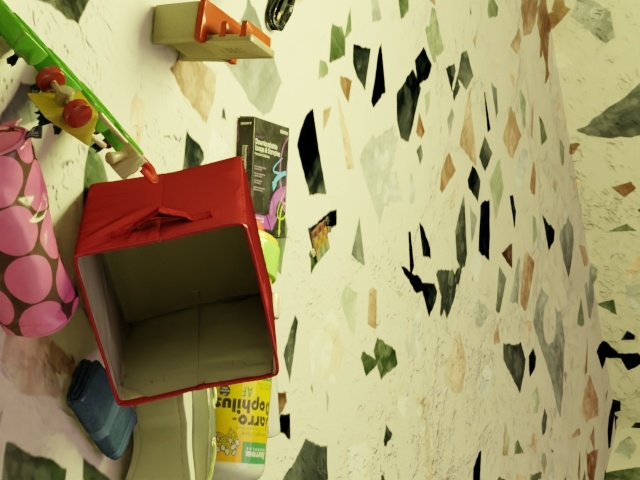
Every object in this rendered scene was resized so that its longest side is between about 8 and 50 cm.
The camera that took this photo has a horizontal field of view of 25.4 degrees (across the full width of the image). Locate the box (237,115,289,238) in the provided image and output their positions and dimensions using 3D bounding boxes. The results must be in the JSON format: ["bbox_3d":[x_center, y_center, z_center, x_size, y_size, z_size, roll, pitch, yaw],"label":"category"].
[{"bbox_3d":[-0.081,-0.087,1.985,0.116,0.029,0.162,9,81,-66],"label":"box"}]

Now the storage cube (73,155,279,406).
[{"bbox_3d":[-0.152,0.038,1.558,0.193,0.184,0.215,-99,177,-65],"label":"storage cube"}]

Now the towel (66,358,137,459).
[{"bbox_3d":[-0.248,0.192,1.607,0.119,0.029,0.067,67,33,-44],"label":"towel"}]

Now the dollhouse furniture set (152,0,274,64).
[{"bbox_3d":[-0.118,-0.354,1.758,0.262,0.135,0.259,26,67,-64],"label":"dollhouse furniture set"}]

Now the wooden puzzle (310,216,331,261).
[{"bbox_3d":[0.000,0.000,2.199,0.083,0.006,0.049,-48,133,-57],"label":"wooden puzzle"}]

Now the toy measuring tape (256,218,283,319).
[{"bbox_3d":[-0.086,0.045,1.872,0.330,0.121,0.121,42,53,-60],"label":"toy measuring tape"}]

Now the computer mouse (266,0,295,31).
[{"bbox_3d":[-0.032,-0.404,2.074,0.071,0.041,0.242,55,43,-55],"label":"computer mouse"}]

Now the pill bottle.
[{"bbox_3d":[-0.124,0.240,1.781,0.117,0.118,0.208,24,69,-65],"label":"pill bottle"}]

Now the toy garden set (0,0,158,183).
[{"bbox_3d":[-0.255,-0.133,1.439,0.049,0.204,0.244,-41,146,-1],"label":"toy garden set"}]

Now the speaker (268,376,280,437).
[{"bbox_3d":[-0.086,0.200,1.948,0.055,0.055,0.136,-21,109,-65],"label":"speaker"}]

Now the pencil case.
[{"bbox_3d":[-0.300,-0.012,1.414,0.098,0.095,0.209,-76,160,-62],"label":"pencil case"}]

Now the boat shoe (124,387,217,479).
[{"bbox_3d":[-0.173,0.268,1.682,0.091,0.109,0.305,19,69,-60],"label":"boat shoe"}]
